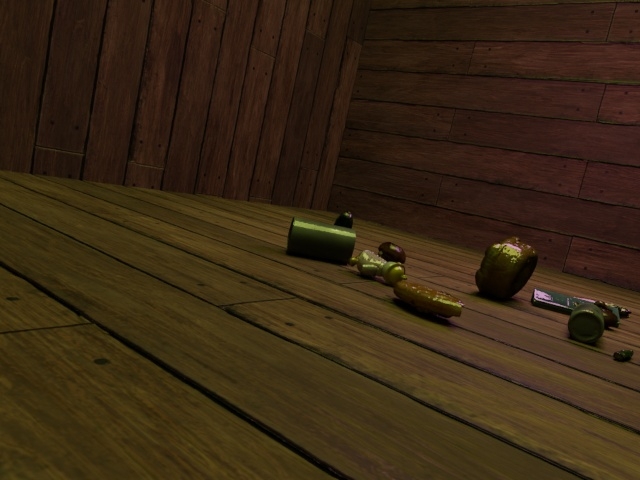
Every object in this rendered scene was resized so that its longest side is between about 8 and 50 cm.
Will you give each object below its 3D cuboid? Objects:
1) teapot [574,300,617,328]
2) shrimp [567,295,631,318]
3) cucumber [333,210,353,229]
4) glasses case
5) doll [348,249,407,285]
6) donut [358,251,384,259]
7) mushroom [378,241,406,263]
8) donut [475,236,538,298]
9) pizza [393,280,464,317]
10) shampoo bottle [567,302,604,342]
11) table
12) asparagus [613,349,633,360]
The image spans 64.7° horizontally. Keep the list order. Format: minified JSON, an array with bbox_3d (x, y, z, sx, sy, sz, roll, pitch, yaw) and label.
[{"bbox_3d":[0.873,0.228,1.606,0.129,0.078,0.098,17,8,37],"label":"teapot"},{"bbox_3d":[0.972,0.236,1.847,0.296,0.058,0.169,13,4,39],"label":"shrimp"},{"bbox_3d":[0.068,-0.022,1.856,0.069,0.227,0.069,10,47,-11],"label":"cucumber"},{"bbox_3d":[0.863,0.224,1.721,0.266,0.056,0.105,14,6,18],"label":"glasses case"},{"bbox_3d":[0.182,0.085,1.569,0.207,0.081,0.129,20,18,40],"label":"doll"},{"bbox_3d":[0.182,0.072,1.841,0.108,0.043,0.097,14,6,-21],"label":"donut"},{"bbox_3d":[0.289,0.058,2.039,0.127,0.087,0.127,34,1,0],"label":"mushroom"},{"bbox_3d":[0.640,0.099,1.738,0.128,0.208,0.261,32,31,34],"label":"donut"},{"bbox_3d":[0.259,0.150,1.260,0.127,0.058,0.246,5,8,-39],"label":"pizza"},{"bbox_3d":[0.741,0.221,1.407,0.085,0.085,0.262,16,7,28],"label":"shampoo bottle"},{"bbox_3d":[0.000,0.000,1.743,0.220,0.126,0.126,11,7,-7],"label":"table"},{"bbox_3d":[0.732,0.275,1.216,0.108,0.021,0.025,6,13,-44],"label":"asparagus"}]
